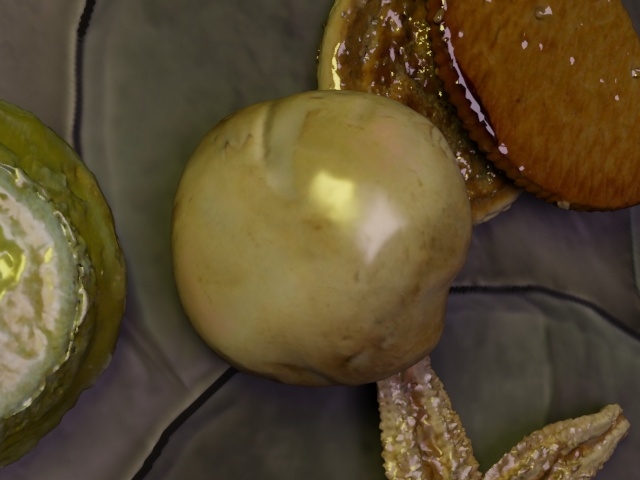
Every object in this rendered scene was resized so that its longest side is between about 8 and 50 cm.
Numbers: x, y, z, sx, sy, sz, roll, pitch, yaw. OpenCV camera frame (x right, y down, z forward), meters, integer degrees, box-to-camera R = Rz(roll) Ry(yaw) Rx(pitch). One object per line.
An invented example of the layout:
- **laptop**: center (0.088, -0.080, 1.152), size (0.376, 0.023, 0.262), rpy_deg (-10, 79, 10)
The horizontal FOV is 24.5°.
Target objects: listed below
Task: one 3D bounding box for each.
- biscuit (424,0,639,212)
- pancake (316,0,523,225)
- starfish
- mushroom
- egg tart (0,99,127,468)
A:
- **biscuit**: center (0.110, -0.099, 0.752), size (0.126, 0.025, 0.206), rpy_deg (-33, 103, -27)
- **pancake**: center (0.068, -0.085, 0.758), size (0.158, 0.028, 0.158), rpy_deg (1, 87, -27)
- **starfish**: center (0.090, 0.180, 0.761), size (0.231, 0.048, 0.295), rpy_deg (0, 92, -26)
- **mushroom**: center (0.000, 0.000, 0.677), size (0.148, 0.112, 0.148), rpy_deg (0, 91, 16)
- **egg tart**: center (-0.168, 0.017, 0.620), size (0.197, 0.078, 0.197), rpy_deg (0, 89, -28)
